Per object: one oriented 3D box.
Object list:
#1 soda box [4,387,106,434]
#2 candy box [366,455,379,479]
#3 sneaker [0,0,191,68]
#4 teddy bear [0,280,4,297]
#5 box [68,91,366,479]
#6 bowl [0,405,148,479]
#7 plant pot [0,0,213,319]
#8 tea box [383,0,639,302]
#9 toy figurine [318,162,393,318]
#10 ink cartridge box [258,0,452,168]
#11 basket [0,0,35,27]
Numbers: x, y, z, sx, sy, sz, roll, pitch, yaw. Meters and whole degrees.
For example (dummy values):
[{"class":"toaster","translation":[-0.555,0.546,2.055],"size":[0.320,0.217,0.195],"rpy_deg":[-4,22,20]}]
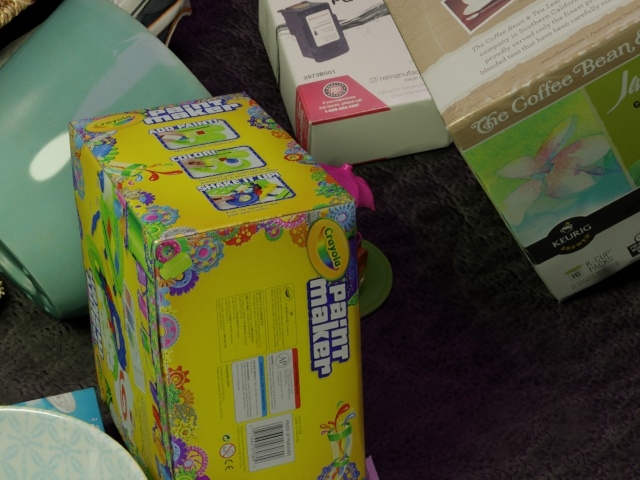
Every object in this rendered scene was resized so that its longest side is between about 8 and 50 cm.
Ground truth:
[{"class":"soda box","translation":[-0.303,0.203,1.561],"size":[0.210,0.071,0.067],"rpy_deg":[-12,47,-11]},{"class":"candy box","translation":[-0.026,0.287,1.474],"size":[0.196,0.070,0.165],"rpy_deg":[-9,46,-13]},{"class":"sneaker","translation":[-0.269,-0.200,1.935],"size":[0.321,0.127,0.126],"rpy_deg":[-45,51,-7]},{"class":"teddy bear","translation":[-0.486,0.007,1.729],"size":[0.245,0.113,0.338],"rpy_deg":[-26,51,-26]},{"class":"box","translation":[-0.095,0.059,1.486],"size":[0.177,0.290,0.279],"rpy_deg":[-12,28,-19]},{"class":"bowl","translation":[-0.272,0.297,1.409],"size":[0.289,0.156,0.289],"rpy_deg":[0,46,0]},{"class":"plant pot","translation":[-0.238,-0.064,1.689],"size":[0.235,0.293,0.293],"rpy_deg":[-43,58,-15]},{"class":"tea box","translation":[0.289,-0.165,1.671],"size":[0.329,0.323,0.220],"rpy_deg":[-30,47,9]},{"class":"toy figurine","translation":[0.000,0.000,1.699],"size":[0.130,0.159,0.173],"rpy_deg":[22,50,20]},{"class":"ink cartridge box","translation":[0.038,-0.209,1.922],"size":[0.172,0.100,0.237],"rpy_deg":[-12,55,-9]},{"class":"basket","translation":[-0.400,-0.304,1.976],"size":[0.223,0.213,0.299],"rpy_deg":[35,52,7]}]
